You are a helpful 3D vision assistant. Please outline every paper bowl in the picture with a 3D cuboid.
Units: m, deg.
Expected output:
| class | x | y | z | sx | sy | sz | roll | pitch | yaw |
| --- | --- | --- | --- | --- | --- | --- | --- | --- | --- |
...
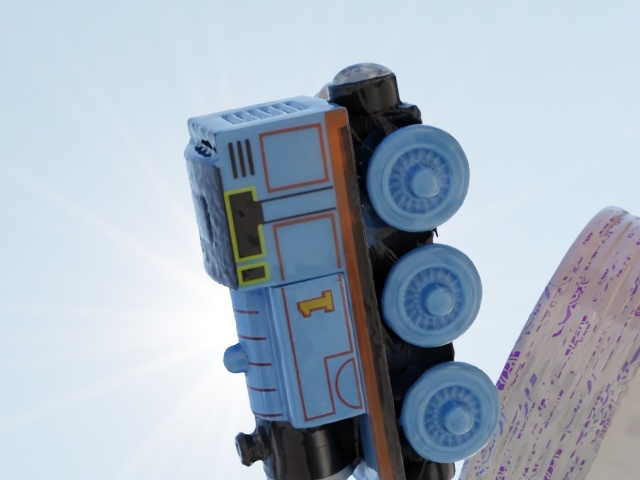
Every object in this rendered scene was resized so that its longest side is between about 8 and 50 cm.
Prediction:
| class | x | y | z | sx | sy | sz | roll | pitch | yaw |
| --- | --- | --- | --- | --- | --- | --- | --- | --- | --- |
| paper bowl | 0.229 | 0.127 | 1.048 | 0.284 | 0.148 | 0.284 | -51 | -23 | -31 |

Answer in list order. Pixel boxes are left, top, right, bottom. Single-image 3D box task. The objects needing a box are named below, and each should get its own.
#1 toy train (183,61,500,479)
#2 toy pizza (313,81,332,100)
| class | x | y | z | sx | sy | sz | roll | pitch | yaw |
| --- | --- | --- | --- | --- | --- | --- | --- | --- | --- |
| toy train | 0.008 | 0.023 | 0.547 | 0.105 | 0.080 | 0.184 | -12 | -76 | -12 |
| toy pizza | 0.000 | 0.000 | 0.858 | 0.032 | 0.201 | 0.201 | -1 | -49 | -13 |
